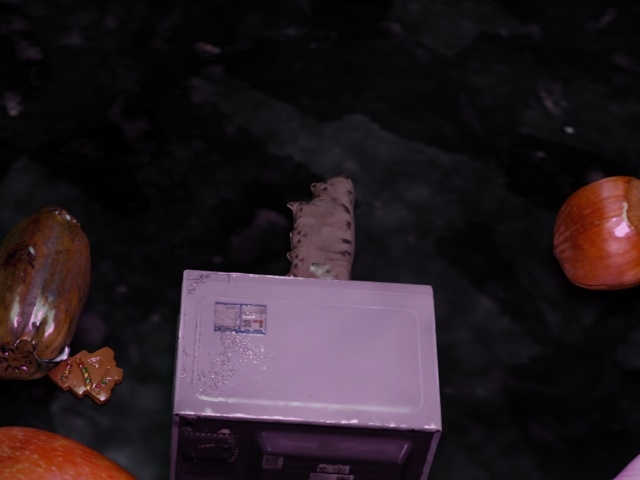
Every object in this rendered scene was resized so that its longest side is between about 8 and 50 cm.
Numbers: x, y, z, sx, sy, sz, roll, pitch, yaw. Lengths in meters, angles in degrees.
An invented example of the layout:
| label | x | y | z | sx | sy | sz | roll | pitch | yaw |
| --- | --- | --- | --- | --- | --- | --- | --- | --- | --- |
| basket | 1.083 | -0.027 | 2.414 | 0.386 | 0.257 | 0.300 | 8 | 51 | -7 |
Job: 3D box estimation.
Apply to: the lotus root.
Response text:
| label | x | y | z | sx | sy | sz | roll | pitch | yaw |
| --- | --- | --- | --- | --- | --- | --- | --- | --- | --- |
| lotus root | -0.347 | 0.066 | 1.868 | 0.124 | 0.123 | 0.241 | 31 | 41 | -20 |

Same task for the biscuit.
| label | x | y | z | sx | sy | sz | roll | pitch | yaw |
| --- | --- | --- | --- | --- | --- | --- | --- | --- | --- |
| biscuit | -0.286 | 0.160 | 1.863 | 0.092 | 0.016 | 0.082 | 7 | 48 | -5 |

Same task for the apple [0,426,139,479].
| label | x | y | z | sx | sy | sz | roll | pitch | yaw |
| --- | --- | --- | --- | --- | --- | --- | --- | --- | --- |
| apple | -0.295 | 0.324 | 1.442 | 0.277 | 0.319 | 0.319 | 48 | 46 | -21 |

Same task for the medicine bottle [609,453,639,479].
| label | x | y | z | sx | sy | sz | roll | pitch | yaw |
| --- | --- | --- | --- | --- | --- | --- | --- | --- | --- |
| medicine bottle | 0.329 | 0.350 | 1.697 | 0.152 | 0.152 | 0.254 | 38 | 55 | 23 |

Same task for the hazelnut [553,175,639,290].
| label | x | y | z | sx | sy | sz | roll | pitch | yaw |
| --- | --- | --- | --- | --- | --- | --- | --- | --- | --- |
| hazelnut | 0.380 | -0.008 | 2.039 | 0.150 | 0.150 | 0.150 | 4 | 48 | -5 |

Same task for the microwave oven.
| label | x | y | z | sx | sy | sz | roll | pitch | yaw |
| --- | --- | --- | --- | --- | --- | --- | --- | --- | --- |
| microwave oven | -0.023 | 0.174 | 1.780 | 0.295 | 0.181 | 0.237 | 4 | 50 | -5 |

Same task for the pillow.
| label | x | y | z | sx | sy | sz | roll | pitch | yaw |
| --- | --- | --- | --- | --- | --- | --- | --- | --- | --- |
| pillow | -0.001 | 0.001 | 2.025 | 0.093 | 0.051 | 0.241 | 6 | 50 | -4 |
